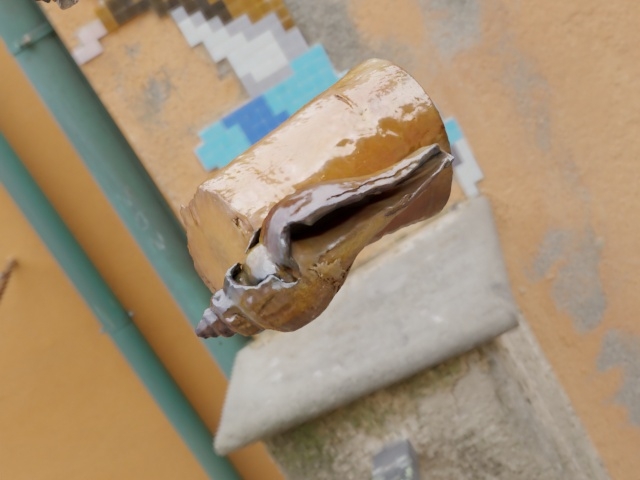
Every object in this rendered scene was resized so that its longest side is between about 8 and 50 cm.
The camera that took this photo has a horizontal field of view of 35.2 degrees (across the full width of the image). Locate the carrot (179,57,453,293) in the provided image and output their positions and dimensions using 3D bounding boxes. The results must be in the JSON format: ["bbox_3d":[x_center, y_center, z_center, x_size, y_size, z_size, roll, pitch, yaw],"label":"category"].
[{"bbox_3d":[-0.013,-0.060,1.050,0.254,0.196,0.196,-28,16,-27],"label":"carrot"}]

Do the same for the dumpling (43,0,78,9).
[{"bbox_3d":[-0.280,-0.348,0.894,0.163,0.293,0.204,-35,50,-29],"label":"dumpling"}]

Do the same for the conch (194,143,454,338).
[{"bbox_3d":[-0.005,-0.002,0.794,0.233,0.086,0.080,-54,42,2],"label":"conch"}]
